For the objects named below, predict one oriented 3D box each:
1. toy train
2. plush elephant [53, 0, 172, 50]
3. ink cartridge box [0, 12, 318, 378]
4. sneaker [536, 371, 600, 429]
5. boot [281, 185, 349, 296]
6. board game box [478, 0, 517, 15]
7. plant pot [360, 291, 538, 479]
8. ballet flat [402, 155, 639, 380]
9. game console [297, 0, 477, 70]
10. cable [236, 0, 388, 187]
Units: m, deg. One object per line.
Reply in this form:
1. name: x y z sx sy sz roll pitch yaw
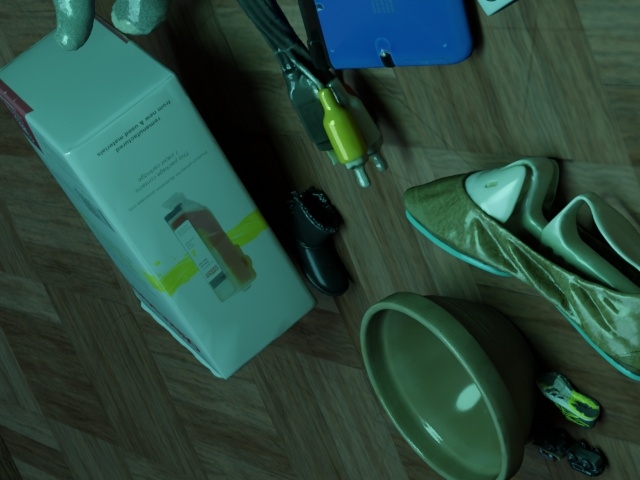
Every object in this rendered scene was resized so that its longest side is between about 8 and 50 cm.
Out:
1. toy train: 0.252 0.223 2.102 0.158 0.027 0.036 23 148 50
2. plush elephant: -0.248 -0.328 2.042 0.272 0.255 0.330 -1 123 44
3. ink cartridge box: -0.200 -0.057 2.318 0.279 0.160 0.385 38 163 53
4. sneaker: 0.258 0.171 2.025 0.083 0.031 0.035 39 149 35
5. boot: 0.001 0.000 2.288 0.121 0.045 0.099 53 152 13
6. board game box: 0.135 -0.379 1.579 0.336 0.079 0.254 59 155 -1
7. plant pot: 0.158 0.147 2.088 0.237 0.109 0.237 41 149 32
8. ballet flat: 0.222 -0.002 1.828 0.342 0.116 0.124 39 128 34
9. game console: 0.031 -0.333 1.881 0.250 0.173 0.293 0 124 25
10. cable: -0.010 -0.195 2.017 0.139 0.072 0.287 -80 -33 -60
